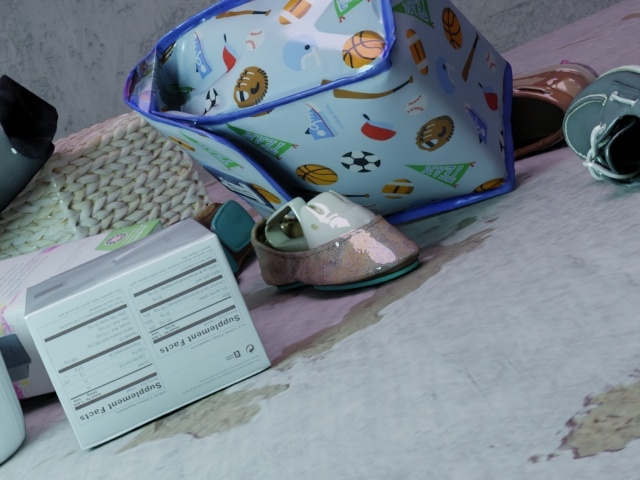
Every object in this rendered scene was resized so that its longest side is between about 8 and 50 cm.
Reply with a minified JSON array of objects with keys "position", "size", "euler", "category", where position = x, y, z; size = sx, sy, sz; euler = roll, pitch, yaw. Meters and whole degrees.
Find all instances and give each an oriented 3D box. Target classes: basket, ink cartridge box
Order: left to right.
[{"position":[-0.360,0.102,1.948],"size":[0.353,0.119,0.207],"euler":[-14,20,20],"category":"ink cartridge box"},{"position":[-0.380,-0.014,2.459],"size":[0.328,0.266,0.331],"euler":[-16,12,37],"category":"basket"}]

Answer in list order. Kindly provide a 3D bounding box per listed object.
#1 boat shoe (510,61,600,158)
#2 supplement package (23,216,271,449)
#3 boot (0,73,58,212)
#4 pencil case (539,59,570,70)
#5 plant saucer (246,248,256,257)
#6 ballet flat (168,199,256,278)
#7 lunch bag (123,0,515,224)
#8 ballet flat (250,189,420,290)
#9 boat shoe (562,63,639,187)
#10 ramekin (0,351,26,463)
[{"position":[0.232,-0.161,2.193],"size":[0.324,0.123,0.116],"euler":[-19,11,40],"category":"boat shoe"},{"position":[-0.185,0.088,1.650],"size":[0.204,0.145,0.262],"euler":[-24,7,-7],"category":"supplement package"},{"position":[-0.525,0.022,2.174],"size":[0.445,0.146,0.367],"euler":[-41,39,15],"category":"boot"},{"position":[0.287,-0.196,2.375],"size":[0.209,0.095,0.098],"euler":[-20,-12,11],"category":"pencil case"},{"position":[-0.107,0.004,2.411],"size":[0.119,0.021,0.119],"euler":[-24,8,4],"category":"plant saucer"},{"position":[-0.175,0.025,2.218],"size":[0.124,0.116,0.342],"euler":[-42,4,13],"category":"ballet flat"},{"position":[-0.001,-0.154,1.960],"size":[0.385,0.328,0.239],"euler":[-14,56,29],"category":"lunch bag"},{"position":[0.000,0.000,1.834],"size":[0.107,0.106,0.316],"euler":[-28,9,-28],"category":"ballet flat"},{"position":[0.315,-0.110,1.633],"size":[0.099,0.116,0.319],"euler":[-22,12,-16],"category":"boat shoe"},{"position":[-0.447,0.201,1.692],"size":[0.277,0.135,0.277],"euler":[-22,8,3],"category":"ramekin"}]
